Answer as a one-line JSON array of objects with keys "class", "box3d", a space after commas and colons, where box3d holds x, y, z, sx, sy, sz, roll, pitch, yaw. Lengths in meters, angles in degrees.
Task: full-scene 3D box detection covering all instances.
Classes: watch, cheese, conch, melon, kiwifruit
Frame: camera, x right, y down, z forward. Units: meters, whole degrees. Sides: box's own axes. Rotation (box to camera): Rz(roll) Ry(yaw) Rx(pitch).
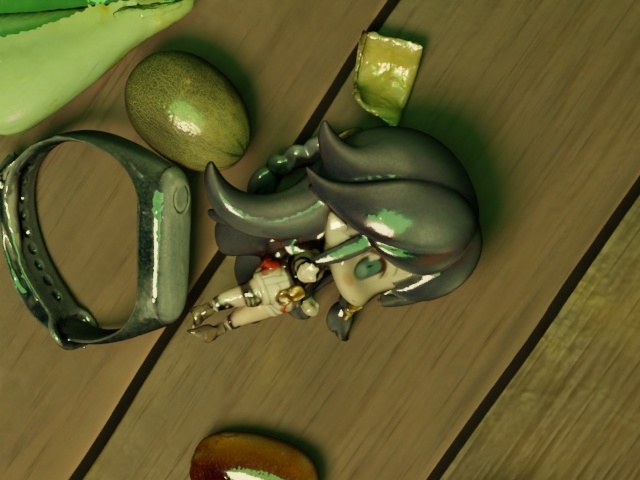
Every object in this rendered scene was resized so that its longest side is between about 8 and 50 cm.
[{"class": "watch", "box3d": [-0.213, 0.001, 1.623, 0.193, 0.068, 0.206, 5, 100, 26]}, {"class": "cheese", "box3d": [0.056, -0.146, 1.609, 0.060, 0.041, 0.084, 14, 79, 0]}, {"class": "conch", "box3d": [-0.261, -0.202, 1.615, 0.250, 0.143, 0.137, -42, 128, -5]}, {"class": "melon", "box3d": [-0.122, -0.119, 1.608, 0.131, 0.098, 0.098, 41, 97, 0]}, {"class": "kiwifruit", "box3d": [-0.060, 0.219, 1.625, 0.124, 0.075, 0.075, 11, 94, 12]}]

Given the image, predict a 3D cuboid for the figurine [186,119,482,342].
[{"class": "figurine", "box3d": [0.011, -0.007, 1.560, 0.265, 0.175, 0.197, -1, 87, 0]}]
